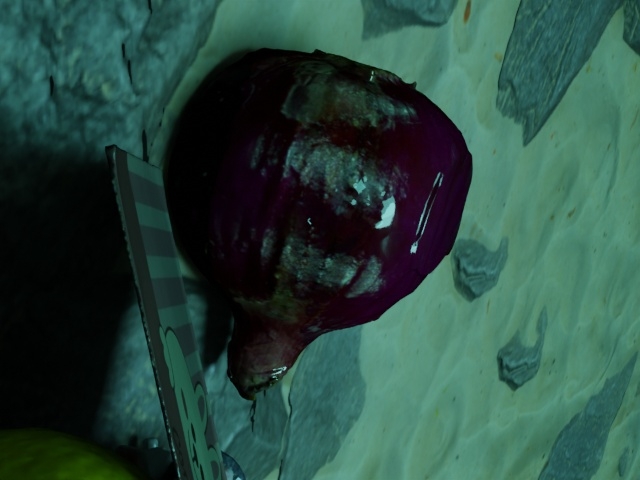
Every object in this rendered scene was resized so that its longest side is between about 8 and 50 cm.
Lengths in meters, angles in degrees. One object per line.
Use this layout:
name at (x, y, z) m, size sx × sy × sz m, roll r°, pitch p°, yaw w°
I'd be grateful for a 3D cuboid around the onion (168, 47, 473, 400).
onion at (0.000, 0.000, 0.934) m, size 0.195 × 0.139 × 0.218 m, roll -2°, pitch 109°, yaw -69°

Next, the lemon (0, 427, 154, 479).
lemon at (-0.135, 0.183, 0.715) m, size 0.178 × 0.178 × 0.203 m, roll -46°, pitch 137°, yaw -43°

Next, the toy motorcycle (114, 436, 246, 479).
toy motorcycle at (-0.116, 0.235, 0.866) m, size 0.171 × 0.110 × 0.260 m, roll 28°, pitch 74°, yaw -50°

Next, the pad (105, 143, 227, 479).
pad at (-0.059, 0.104, 0.772) m, size 0.202 × 0.005 × 0.300 m, roll 46°, pitch 32°, yaw -89°
